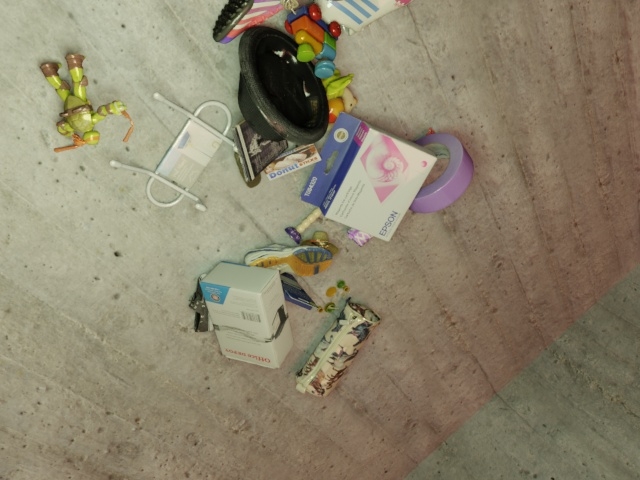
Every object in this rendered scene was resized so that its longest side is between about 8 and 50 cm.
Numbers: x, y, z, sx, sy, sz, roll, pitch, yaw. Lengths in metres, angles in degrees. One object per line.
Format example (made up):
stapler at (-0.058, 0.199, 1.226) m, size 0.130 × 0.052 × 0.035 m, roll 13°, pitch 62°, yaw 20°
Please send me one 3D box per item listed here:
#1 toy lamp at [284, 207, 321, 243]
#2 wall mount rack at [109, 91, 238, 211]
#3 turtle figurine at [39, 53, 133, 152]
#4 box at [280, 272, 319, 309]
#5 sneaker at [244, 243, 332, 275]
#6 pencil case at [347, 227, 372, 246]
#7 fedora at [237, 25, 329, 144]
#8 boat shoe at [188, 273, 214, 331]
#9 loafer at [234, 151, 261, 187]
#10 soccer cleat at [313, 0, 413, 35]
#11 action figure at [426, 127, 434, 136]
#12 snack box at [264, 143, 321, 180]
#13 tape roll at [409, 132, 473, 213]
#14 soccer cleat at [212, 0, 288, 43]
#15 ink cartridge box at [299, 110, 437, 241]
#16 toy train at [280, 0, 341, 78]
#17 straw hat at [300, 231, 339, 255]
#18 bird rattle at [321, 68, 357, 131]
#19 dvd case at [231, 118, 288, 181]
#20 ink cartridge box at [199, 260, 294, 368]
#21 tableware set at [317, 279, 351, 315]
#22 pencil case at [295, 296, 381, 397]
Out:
toy lamp at (0.002, -0.103, 1.716) m, size 0.274 × 0.080 × 0.080 m, roll -43°, pitch 129°, yaw 1°
wall mount rack at (-0.384, -0.240, 1.378) m, size 0.304 × 0.130 × 0.350 m, roll 30°, pitch 98°, yaw -38°
turtle figurine at (-0.584, -0.313, 1.207) m, size 0.087 × 0.269 × 0.217 m, roll -43°, pitch 119°, yaw -59°
box at (-0.105, 0.163, 1.709) m, size 0.136 × 0.225 × 0.036 m, roll 28°, pitch 99°, yaw -38°
sneaker at (-0.109, 0.050, 1.699) m, size 0.296 × 0.131 × 0.112 m, roll -3°, pitch 118°, yaw -21°
pencil case at (0.188, -0.070, 1.832) m, size 0.206 × 0.086 × 0.088 m, roll -47°, pitch 163°, yaw 0°
fedora at (-0.127, -0.390, 1.362) m, size 0.334 × 0.334 × 0.152 m, roll 26°, pitch 144°, yaw -38°
boat shoe at (-0.395, 0.212, 1.672) m, size 0.076 × 0.080 × 0.228 m, roll -13°, pitch 130°, yaw -25°
loafer at (-0.221, -0.221, 1.538) m, size 0.056 × 0.050 × 0.148 m, roll -26°, pitch 142°, yaw -11°
soccer cleat at (0.129, -0.669, 1.456) m, size 0.331 × 0.116 × 0.143 m, roll -16°, pitch 139°, yaw -19°
action figure at (0.407, -0.358, 1.834) m, size 0.038 × 0.030 × 0.115 m, roll -32°, pitch 126°, yaw -4°
snack box at (-0.091, -0.245, 1.569) m, size 0.178 × 0.022 × 0.064 m, roll -21°, pitch 130°, yaw 13°
tape roll at (0.373, -0.230, 1.727) m, size 0.275 × 0.275 × 0.090 m, roll -48°, pitch 128°, yaw 2°
soccer cleat at (-0.147, -0.616, 1.319) m, size 0.318 × 0.108 × 0.116 m, roll -49°, pitch 133°, yaw 0°
ink cartridge box at (0.144, -0.190, 1.598) m, size 0.330 × 0.071 × 0.324 m, roll 19°, pitch 117°, yaw -14°
toy train at (-0.046, -0.532, 1.318) m, size 0.248 × 0.105 × 0.143 m, roll 17°, pitch 65°, yaw -50°
straw hat at (0.000, 0.000, 1.778) m, size 0.144 × 0.144 × 0.061 m, roll 29°, pitch 58°, yaw -38°
bird rattle at (0.015, -0.396, 1.528) m, size 0.207 × 0.143 × 0.253 m, roll 19°, pitch 110°, yaw -53°
dvd case at (-0.169, -0.294, 1.466) m, size 0.221 × 0.018 × 0.164 m, roll -52°, pitch 141°, yaw -43°
ink cartridge box at (-0.227, 0.236, 1.621) m, size 0.129 × 0.223 × 0.307 m, roll -52°, pitch 142°, yaw -49°
tableware set at (0.051, 0.225, 1.964) m, size 0.154 × 0.024 × 0.104 m, roll -43°, pitch 129°, yaw -1°
pencil case at (0.062, 0.428, 1.998) m, size 0.410 × 0.160 × 0.183 m, roll -56°, pitch 145°, yaw 9°
